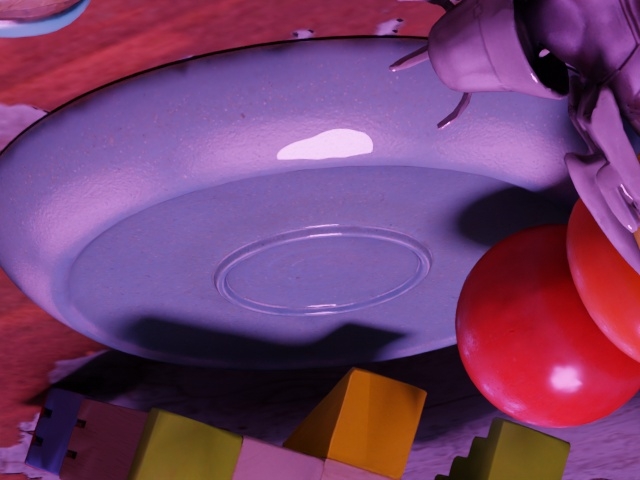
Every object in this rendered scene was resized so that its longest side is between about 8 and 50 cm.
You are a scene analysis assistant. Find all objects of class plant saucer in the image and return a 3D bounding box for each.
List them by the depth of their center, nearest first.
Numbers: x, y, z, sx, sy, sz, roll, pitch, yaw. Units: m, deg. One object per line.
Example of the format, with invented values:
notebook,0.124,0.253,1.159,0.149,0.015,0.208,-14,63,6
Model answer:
plant saucer,0.000,0.000,0.924,0.318,0.043,0.317,-5,157,-2

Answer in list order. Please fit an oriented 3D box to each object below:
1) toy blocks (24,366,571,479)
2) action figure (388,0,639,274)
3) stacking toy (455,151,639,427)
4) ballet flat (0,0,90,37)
toy blocks,0.001,0.178,1.109,0.381,0.190,0.261,21,171,-29
action figure,0.154,-0.100,0.575,0.285,0.099,0.185,-22,110,6
stacking toy,0.181,-0.011,0.775,0.141,0.141,0.330,13,145,-37
ballet flat,-0.203,-0.116,0.453,0.342,0.116,0.124,2,135,-14
